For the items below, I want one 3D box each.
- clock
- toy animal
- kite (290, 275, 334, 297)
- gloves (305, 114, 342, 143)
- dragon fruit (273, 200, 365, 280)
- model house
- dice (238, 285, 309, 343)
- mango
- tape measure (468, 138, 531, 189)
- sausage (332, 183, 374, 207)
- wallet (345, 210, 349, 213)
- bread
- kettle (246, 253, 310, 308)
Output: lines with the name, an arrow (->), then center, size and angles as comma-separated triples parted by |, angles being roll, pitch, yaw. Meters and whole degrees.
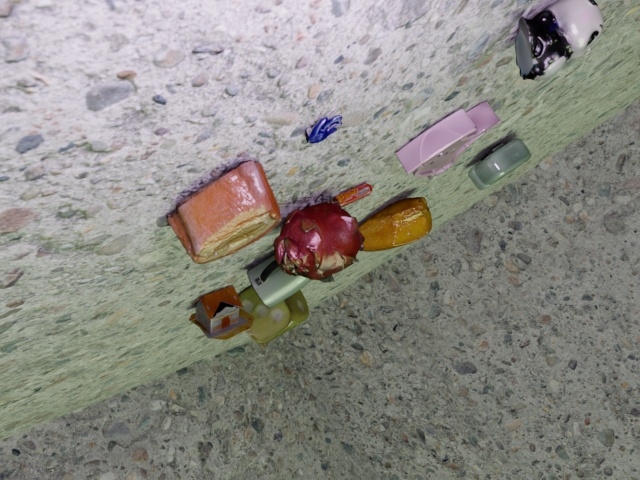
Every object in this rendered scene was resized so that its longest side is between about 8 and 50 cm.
clock -> 0.393, -0.297, 1.477 | 0.290, 0.080, 0.275 | -33, 168, 20
toy animal -> 0.509, -0.435, 1.045 | 0.179, 0.138, 0.166 | -26, -175, 7
kite -> -0.057, 0.102, 1.862 | 0.323, 0.013, 0.267 | 5, -124, 38
gloves -> 0.009, -0.228, 0.996 | 0.086, 0.026, 0.064 | -27, 166, -12
dragon fruit -> 0.003, 0.000, 1.446 | 0.315, 0.250, 0.250 | -2, 156, -27
model house -> -0.360, 0.249, 1.843 | 0.219, 0.207, 0.135 | -18, 126, -41
dice -> -0.205, 0.291, 2.115 | 0.238, 0.233, 0.227 | -32, 168, 14
mango -> 0.289, -0.046, 2.016 | 0.350, 0.201, 0.199 | -26, 143, 20
tape measure -> 0.758, -0.332, 2.073 | 0.243, 0.125, 0.246 | -33, 172, -19
sausage -> 0.108, -0.141, 1.526 | 0.145, 0.050, 0.048 | -25, 126, -19
wallet -> 0.057, -0.059, 1.764 | 0.110, 0.039, 0.155 | -33, 168, 1
bread -> -0.197, -0.049, 1.026 | 0.244, 0.123, 0.190 | -30, 169, 7
kettle -> -0.128, 0.108, 1.738 | 0.237, 0.161, 0.221 | -31, 159, 2
